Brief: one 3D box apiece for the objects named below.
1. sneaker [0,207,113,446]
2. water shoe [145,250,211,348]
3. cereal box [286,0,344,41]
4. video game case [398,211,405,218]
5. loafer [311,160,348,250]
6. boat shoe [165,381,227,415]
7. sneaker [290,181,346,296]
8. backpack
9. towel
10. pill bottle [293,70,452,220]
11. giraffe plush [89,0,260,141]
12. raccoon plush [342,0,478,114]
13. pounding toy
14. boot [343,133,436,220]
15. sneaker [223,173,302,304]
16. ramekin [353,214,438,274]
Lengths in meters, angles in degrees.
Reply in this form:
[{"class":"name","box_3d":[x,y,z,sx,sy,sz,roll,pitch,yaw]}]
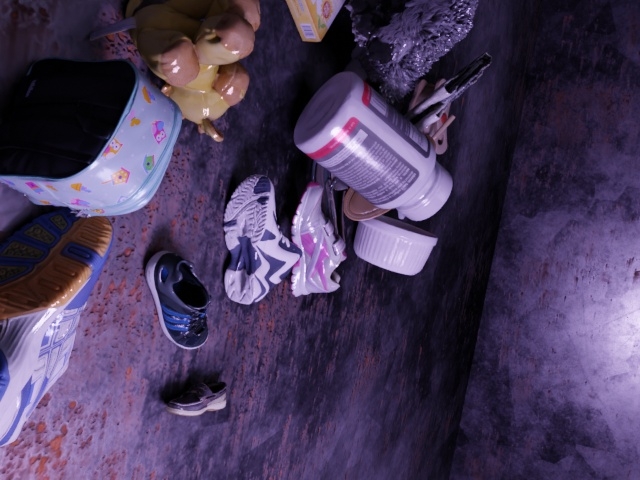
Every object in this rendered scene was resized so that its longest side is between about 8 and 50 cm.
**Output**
[{"class":"sneaker","box_3d":[-0.340,0.098,0.631,0.131,0.112,0.296,90,25,-64]},{"class":"water shoe","box_3d":[-0.212,0.108,0.843,0.073,0.080,0.203,-51,141,-36]},{"class":"cereal box","box_3d":[0.005,-0.520,0.994,0.240,0.047,0.173,-64,149,-23]},{"class":"video game case","box_3d":[0.267,-0.166,1.599,0.157,0.019,0.143,-52,142,-37]},{"class":"loafer","box_3d":[0.032,-0.099,1.167,0.096,0.084,0.267,-14,113,-57]},{"class":"boat shoe","box_3d":[-0.215,0.274,0.936,0.152,0.056,0.049,24,75,-69]},{"class":"sneaker","box_3d":[0.000,0.000,1.100,0.103,0.111,0.252,-77,170,-63]},{"class":"backpack","box_3d":[-0.244,-0.109,0.580,0.144,0.188,0.165,43,58,-48]},{"class":"towel","box_3d":[0.244,-0.298,1.266,0.056,0.324,0.312,51,45,-3]},{"class":"pill bottle","box_3d":[0.117,-0.174,1.071,0.318,0.176,0.176,34,70,-28]},{"class":"giraffe plush","box_3d":[-0.162,-0.226,0.706,0.170,0.210,0.181,67,21,-53]},{"class":"raccoon plush","box_3d":[0.248,-0.406,1.094,0.299,0.447,0.216,47,40,-68]},{"class":"pounding toy","box_3d":[0.339,-0.329,1.513,0.154,0.155,0.269,32,73,-50]},{"class":"boot","box_3d":[0.149,-0.138,1.316,0.283,0.109,0.220,-49,-178,-12]},{"class":"sneaker","box_3d":[-0.096,-0.009,0.985,0.153,0.094,0.234,-20,115,-60]},{"class":"ramekin","box_3d":[0.181,0.008,1.351,0.207,0.207,0.109,4,107,-60]}]
